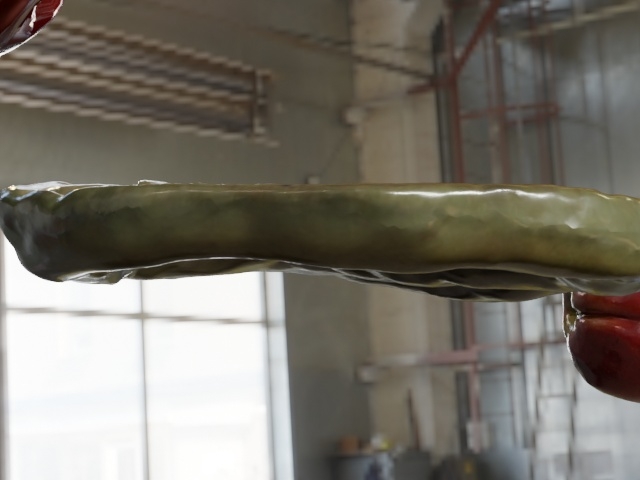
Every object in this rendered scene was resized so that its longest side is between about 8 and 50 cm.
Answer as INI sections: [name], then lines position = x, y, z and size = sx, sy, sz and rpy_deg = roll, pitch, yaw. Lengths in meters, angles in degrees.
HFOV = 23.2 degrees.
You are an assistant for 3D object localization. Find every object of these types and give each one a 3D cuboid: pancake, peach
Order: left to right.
[pancake]
position = 0.000, 0.000, 0.667
size = 0.294, 0.050, 0.294
rpy_deg = 3, -1, 0
[peach]
position = 0.196, 0.049, 0.938
size = 0.100, 0.101, 0.101
rpy_deg = -3, -9, 0

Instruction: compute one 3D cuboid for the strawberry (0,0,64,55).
[strawberry]
position = -0.253, -0.200, 0.591
size = 0.345, 0.317, 0.295
rpy_deg = -1, -46, -28
